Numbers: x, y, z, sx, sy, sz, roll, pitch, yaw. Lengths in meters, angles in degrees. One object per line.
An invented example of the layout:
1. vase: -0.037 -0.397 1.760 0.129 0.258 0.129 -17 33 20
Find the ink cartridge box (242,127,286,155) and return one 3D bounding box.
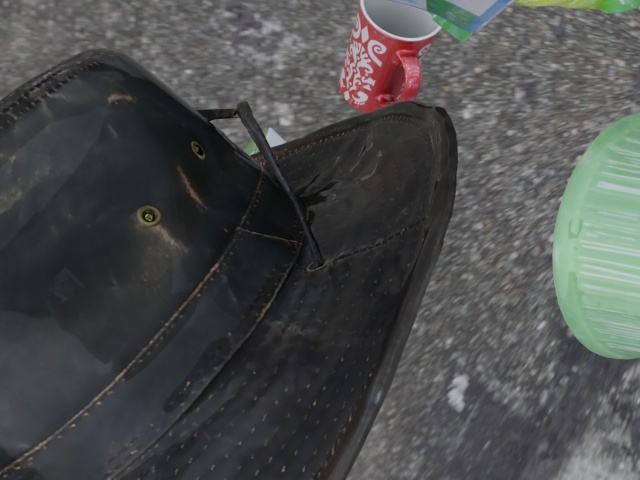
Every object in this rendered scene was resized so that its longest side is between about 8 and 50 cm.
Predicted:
1. ink cartridge box: 0.000 0.000 1.345 0.209 0.109 0.062 40 119 -15

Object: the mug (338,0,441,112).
1. mug: 0.081 -0.239 1.852 0.113 0.150 0.169 20 145 -2

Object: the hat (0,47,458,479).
1. hat: -0.101 0.015 0.521 0.331 0.331 0.134 -32 112 18

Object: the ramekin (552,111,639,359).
1. ramekin: 0.427 0.005 1.665 0.148 0.303 0.303 14 102 49

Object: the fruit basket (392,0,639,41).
1. fruit basket: 0.170 -0.147 0.695 0.353 0.327 0.165 27 88 -4
